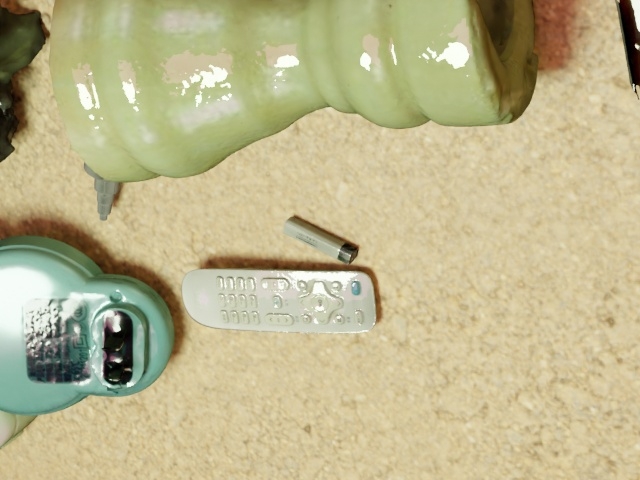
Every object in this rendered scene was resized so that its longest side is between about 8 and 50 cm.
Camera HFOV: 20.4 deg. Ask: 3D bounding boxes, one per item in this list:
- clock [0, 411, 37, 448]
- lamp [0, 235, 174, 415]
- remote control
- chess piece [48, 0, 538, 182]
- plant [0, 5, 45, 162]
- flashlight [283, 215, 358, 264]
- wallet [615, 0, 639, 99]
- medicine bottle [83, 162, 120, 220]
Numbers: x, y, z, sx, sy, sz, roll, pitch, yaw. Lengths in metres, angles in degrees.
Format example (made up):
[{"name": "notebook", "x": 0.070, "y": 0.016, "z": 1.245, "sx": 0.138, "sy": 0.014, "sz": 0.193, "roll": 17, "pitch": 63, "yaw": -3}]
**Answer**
[{"name": "clock", "x": -0.518, "y": 0.144, "z": 2.217, "sx": 0.265, "sy": 0.108, "sz": 0.324, "roll": -29, "pitch": 96, "yaw": 37}, {"name": "lamp", "x": -0.309, "y": 0.101, "z": 2.051, "sx": 0.284, "sy": 0.147, "sz": 0.209, "roll": 9, "pitch": 111, "yaw": 21}, {"name": "remote control", "x": -0.046, "y": 0.062, "z": 1.952, "sx": 0.229, "sy": 0.044, "sz": 0.073, "roll": 0, "pitch": 107, "yaw": 21}, {"name": "chess piece", "x": -0.021, "y": -0.182, "z": 1.723, "sx": 0.442, "sy": 0.234, "sz": 0.234, "roll": -3, "pitch": 111, "yaw": 26}, {"name": "plant", "x": -0.440, "y": -0.152, "z": 1.966, "sx": 0.312, "sy": 0.215, "sz": 0.213, "roll": -34, "pitch": 91, "yaw": 34}, {"name": "flashlight", "x": 0.000, "y": 0.000, "z": 1.908, "sx": 0.083, "sy": 0.018, "sz": 0.018, "roll": 26, "pitch": 124, "yaw": 17}, {"name": "wallet", "x": 0.339, "y": -0.189, "z": 1.618, "sx": 0.137, "sy": 0.031, "sz": 0.255, "roll": -3, "pitch": 111, "yaw": 31}, {"name": "medicine bottle", "x": -0.231, "y": -0.108, "z": 1.964, "sx": 0.058, "sy": 0.057, "sz": 0.199, "roll": 23, "pitch": 123, "yaw": 19}]
